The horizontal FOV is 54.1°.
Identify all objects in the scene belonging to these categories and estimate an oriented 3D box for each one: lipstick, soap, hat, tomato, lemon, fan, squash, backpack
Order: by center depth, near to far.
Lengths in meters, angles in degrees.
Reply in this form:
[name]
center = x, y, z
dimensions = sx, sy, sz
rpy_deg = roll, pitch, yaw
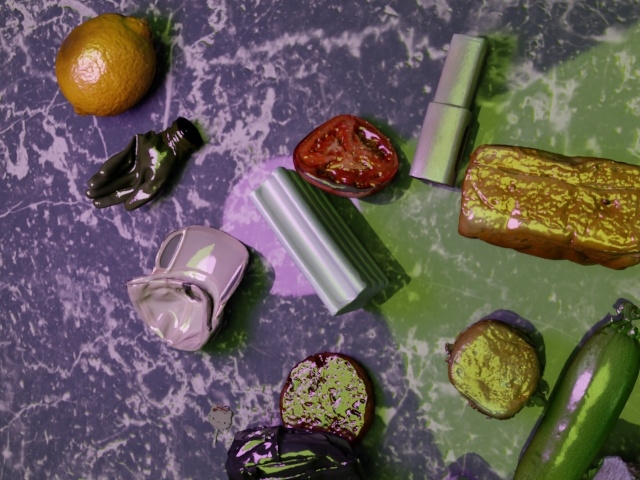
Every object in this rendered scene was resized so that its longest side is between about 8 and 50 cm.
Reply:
[squash]
center = 0.413, 0.273, 0.991
dimensions = 0.101, 0.101, 0.379
rpy_deg = 28, 97, 20
[lipstick]
center = 0.226, -0.222, 1.087
dimensions = 0.077, 0.079, 0.253
rpy_deg = 16, 93, 23
[backpack]
center = -0.041, 0.419, 1.103
dimensions = 0.258, 0.133, 0.206
rpy_deg = -9, 111, 15
[soap]
center = 0.000, 0.000, 1.129
dimensions = 0.087, 0.160, 0.265
rpy_deg = -41, 76, 17
[tomato]
center = 0.049, -0.134, 1.143
dimensions = 0.174, 0.082, 0.166
rpy_deg = 41, 69, 19
[hat]
center = -0.250, 0.093, 1.275
dimensions = 0.219, 0.164, 0.226
rpy_deg = 30, 60, 20
[fan]
center = -0.209, 0.376, 1.286
dimensions = 0.056, 0.004, 0.083
rpy_deg = 13, 94, 21
[lemon]
center = -0.442, -0.363, 1.301
dimensions = 0.188, 0.188, 0.257
rpy_deg = 47, 107, 16

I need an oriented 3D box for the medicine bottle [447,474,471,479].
[medicine bottle]
center = 0.206, 0.491, 1.051
dimensions = 0.168, 0.135, 0.135
rpy_deg = -43, 74, 14

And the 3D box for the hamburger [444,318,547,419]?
[hamburger]
center = 0.294, 0.211, 1.028
dimensions = 0.185, 0.131, 0.159
rpy_deg = 39, 90, 15

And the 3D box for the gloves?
[gloves]
center = -0.368, -0.154, 1.310
dimensions = 0.268, 0.107, 0.135
rpy_deg = -33, 85, 0

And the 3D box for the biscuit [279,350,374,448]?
[biscuit]
center = 0.013, 0.303, 1.170
dimensions = 0.192, 0.049, 0.192
rpy_deg = -3, 81, 19

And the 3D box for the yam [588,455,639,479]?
[yam]
center = 0.526, 0.458, 0.872
dimensions = 0.348, 0.241, 0.241
rpy_deg = 16, 95, 16

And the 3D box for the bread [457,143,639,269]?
[bread]
center = 0.370, -0.053, 0.997
dimensions = 0.294, 0.132, 0.167
rpy_deg = 12, 92, 23
